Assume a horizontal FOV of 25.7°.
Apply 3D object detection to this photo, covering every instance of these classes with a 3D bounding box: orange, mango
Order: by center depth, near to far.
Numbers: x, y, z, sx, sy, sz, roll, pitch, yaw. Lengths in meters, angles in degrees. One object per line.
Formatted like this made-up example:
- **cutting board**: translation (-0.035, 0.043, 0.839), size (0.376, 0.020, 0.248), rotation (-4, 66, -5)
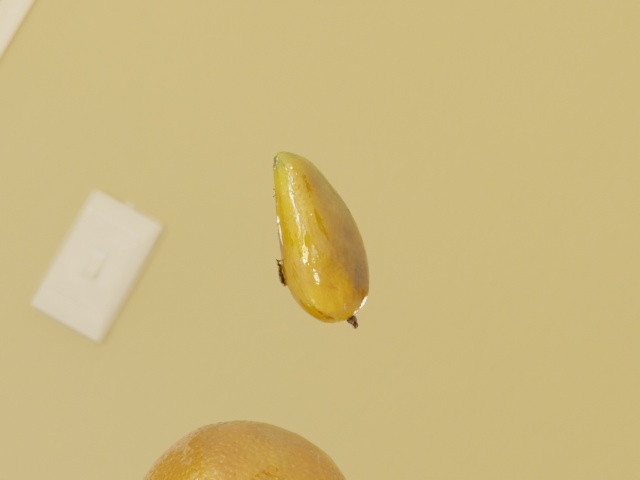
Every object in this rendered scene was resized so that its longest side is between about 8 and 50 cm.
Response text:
- **mango**: translation (0.000, 0.000, 1.364), size (0.066, 0.187, 0.101), rotation (-17, 3, 36)
- **orange**: translation (-0.077, 0.323, 1.500), size (0.264, 0.264, 0.264), rotation (29, -5, 3)
